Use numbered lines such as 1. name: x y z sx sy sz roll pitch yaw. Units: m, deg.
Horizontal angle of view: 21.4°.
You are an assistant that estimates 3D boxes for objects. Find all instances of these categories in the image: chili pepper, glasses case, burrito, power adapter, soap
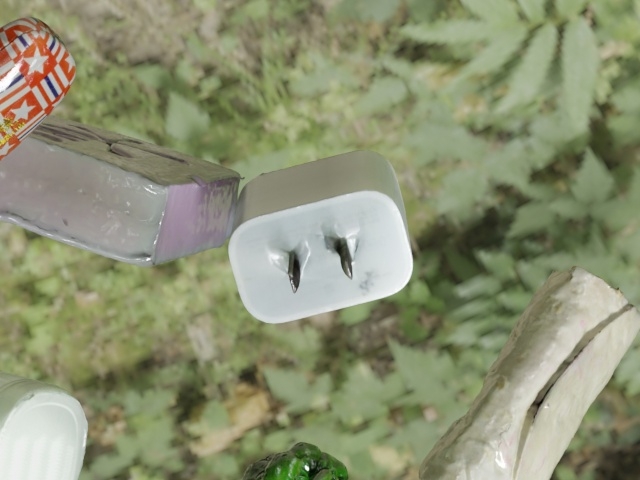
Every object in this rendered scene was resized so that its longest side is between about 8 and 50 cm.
1. chili pepper: -0.049 0.216 1.283 0.100 0.074 0.257 -9 154 -39
2. glasses case: -0.239 -0.064 1.090 0.194 0.049 0.073 -37 150 5
3. burrito: 0.220 0.165 1.787 0.299 0.105 0.143 -55 141 -15
4. power adapter: 0.000 0.000 1.808 0.187 0.255 0.124 -15 105 5
5. soap: -0.259 -0.061 1.885 0.296 0.285 0.107 -24 131 -77

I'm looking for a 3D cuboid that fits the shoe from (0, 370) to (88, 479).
1. shoe: -0.304 0.281 1.454 0.132 0.160 0.363 0 103 -46
